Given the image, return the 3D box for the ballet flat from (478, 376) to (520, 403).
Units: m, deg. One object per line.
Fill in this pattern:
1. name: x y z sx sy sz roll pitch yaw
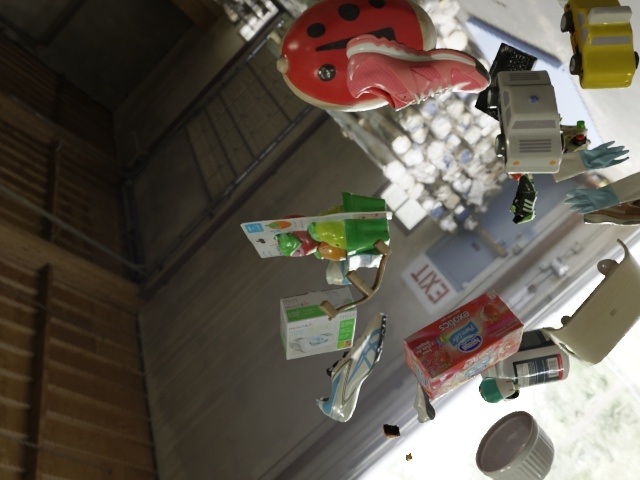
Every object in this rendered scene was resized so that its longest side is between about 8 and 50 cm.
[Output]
1. ballet flat: 0.558 0.451 1.782 0.247 0.087 0.083 22 -134 -55

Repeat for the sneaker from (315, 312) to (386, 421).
1. sneaker: 0.066 0.250 1.178 0.086 0.237 0.085 27 -177 9

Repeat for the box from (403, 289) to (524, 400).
1. box: 0.394 0.291 1.614 0.142 0.299 0.154 55 167 37

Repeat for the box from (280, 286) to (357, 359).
1. box: -0.013 0.304 2.162 0.231 0.261 0.127 95 161 -45

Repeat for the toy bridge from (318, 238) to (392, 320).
1. toy bridge: 0.076 0.084 1.120 0.063 0.188 0.026 47 160 -12

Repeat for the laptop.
1. laptop: 0.586 -0.496 1.880 0.136 0.234 0.264 -1 -146 -33

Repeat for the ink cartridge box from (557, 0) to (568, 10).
1. ink cartridge box: 0.616 -0.549 1.229 0.056 0.171 0.235 51 -162 -18

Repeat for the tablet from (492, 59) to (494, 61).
1. tablet: 0.668 -0.653 2.128 0.054 0.006 0.083 8 -167 -12

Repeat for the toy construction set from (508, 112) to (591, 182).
1. toy construction set: 0.825 -0.328 2.079 0.215 0.327 0.151 35 162 48

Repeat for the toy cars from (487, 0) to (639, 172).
1. toy cars: 0.391 -0.272 0.922 0.176 0.394 0.087 38 163 20

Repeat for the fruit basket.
1. fruit basket: 0.000 0.000 1.479 0.327 0.352 0.166 80 179 -74

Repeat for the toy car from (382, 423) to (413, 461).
1. toy car: 0.223 0.609 1.742 0.060 0.041 0.122 0 -130 -33

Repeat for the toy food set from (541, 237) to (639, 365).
1. toy food set: 0.737 0.170 1.536 0.219 0.306 0.092 39 -176 -32

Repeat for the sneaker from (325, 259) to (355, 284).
1. sneaker: 0.087 0.043 1.884 0.087 0.092 0.229 65 -146 -55

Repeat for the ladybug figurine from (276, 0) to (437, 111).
1. ladybug figurine: 0.107 -0.493 1.492 0.162 0.449 0.305 -168 60 -75

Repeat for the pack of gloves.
1. pack of gloves: 0.781 -0.174 1.651 0.046 0.231 0.195 71 -175 -66

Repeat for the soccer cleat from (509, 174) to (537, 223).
1. soccer cleat: 0.595 -0.115 1.716 0.060 0.072 0.179 -119 4 -45

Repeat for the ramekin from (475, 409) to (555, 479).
1. ramekin: 0.529 0.572 1.566 0.109 0.207 0.207 43 -170 -4

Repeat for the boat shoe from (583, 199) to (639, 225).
1. boat shoe: 0.915 -0.107 1.736 0.123 0.117 0.324 -5 -175 -23

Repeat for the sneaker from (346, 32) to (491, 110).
1. sneaker: 0.200 -0.334 1.239 0.313 0.136 0.116 10 175 -2

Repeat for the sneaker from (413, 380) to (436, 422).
1. sneaker: 0.312 0.492 1.806 0.053 0.061 0.152 27 -138 -26

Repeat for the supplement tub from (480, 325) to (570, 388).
1. supplement tub: 0.693 0.409 2.002 0.191 0.272 0.191 -11 -90 -88
